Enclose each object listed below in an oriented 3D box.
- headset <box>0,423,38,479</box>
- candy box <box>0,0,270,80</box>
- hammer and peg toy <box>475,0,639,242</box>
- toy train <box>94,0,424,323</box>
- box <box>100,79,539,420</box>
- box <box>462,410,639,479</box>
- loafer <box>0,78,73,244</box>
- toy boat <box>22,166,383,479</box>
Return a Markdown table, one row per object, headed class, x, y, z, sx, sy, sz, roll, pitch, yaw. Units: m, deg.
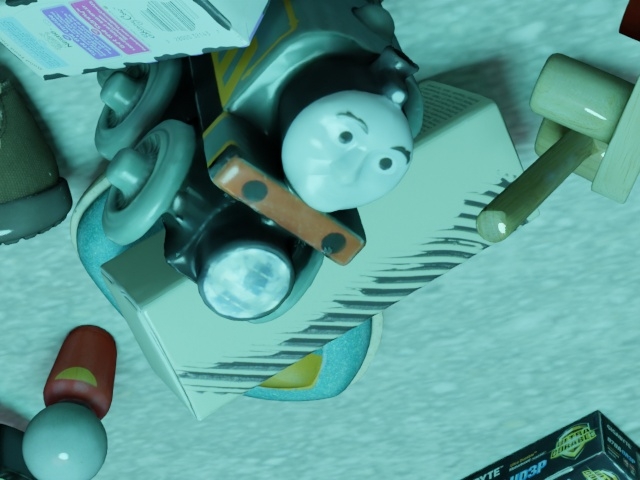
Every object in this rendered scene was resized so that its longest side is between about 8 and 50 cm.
| class | x | y | z | sx | sy | sz | roll | pitch | yaw |
| --- | --- | --- | --- | --- | --- | --- | --- | --- | --- |
| headset | -0.415 | 0.191 | 1.318 | 0.394 | 0.185 | 0.243 | 20 | 135 | -31 |
| candy box | -0.094 | -0.185 | 0.865 | 0.196 | 0.165 | 0.070 | -2 | 146 | 46 |
| hammer and peg toy | 0.219 | -0.135 | 0.861 | 0.127 | 0.266 | 0.361 | 25 | 130 | 10 |
| toy train | -0.036 | -0.097 | 0.889 | 0.142 | 0.334 | 0.190 | 33 | 113 | -27 |
| box | 0.000 | 0.000 | 1.004 | 0.275 | 0.113 | 0.094 | -30 | 113 | -12 |
| box | 0.243 | 0.264 | 1.336 | 0.175 | 0.051 | 0.220 | -33 | 120 | 29 |
| loafer | -0.369 | -0.055 | 1.100 | 0.365 | 0.134 | 0.130 | -6 | 102 | 1 |
| toy boat | -0.108 | 0.073 | 1.147 | 0.267 | 0.148 | 0.318 | 39 | 123 | -25 |
